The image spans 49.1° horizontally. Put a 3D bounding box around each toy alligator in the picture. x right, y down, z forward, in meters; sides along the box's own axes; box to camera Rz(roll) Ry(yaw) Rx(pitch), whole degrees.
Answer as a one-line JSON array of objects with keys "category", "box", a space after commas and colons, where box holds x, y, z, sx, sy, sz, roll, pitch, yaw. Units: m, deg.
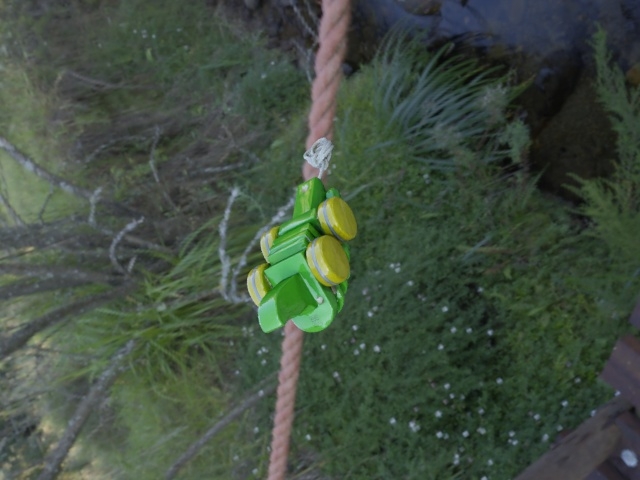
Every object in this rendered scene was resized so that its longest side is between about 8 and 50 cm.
[{"category": "toy alligator", "box": [0.000, 0.000, 0.447, 0.056, 0.189, 0.051, -26, 118, 27]}]
